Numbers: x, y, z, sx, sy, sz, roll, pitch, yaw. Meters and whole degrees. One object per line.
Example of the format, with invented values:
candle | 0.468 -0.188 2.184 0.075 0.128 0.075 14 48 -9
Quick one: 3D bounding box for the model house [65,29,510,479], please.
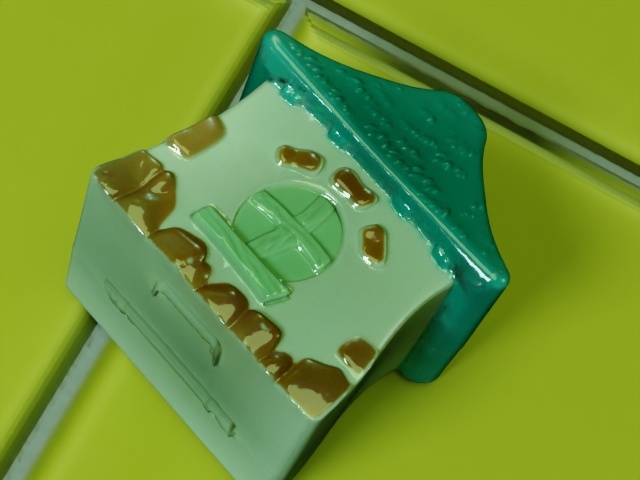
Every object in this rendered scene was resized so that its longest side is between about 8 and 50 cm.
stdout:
model house | 0.000 0.000 0.712 0.149 0.100 0.127 -37 78 -28
